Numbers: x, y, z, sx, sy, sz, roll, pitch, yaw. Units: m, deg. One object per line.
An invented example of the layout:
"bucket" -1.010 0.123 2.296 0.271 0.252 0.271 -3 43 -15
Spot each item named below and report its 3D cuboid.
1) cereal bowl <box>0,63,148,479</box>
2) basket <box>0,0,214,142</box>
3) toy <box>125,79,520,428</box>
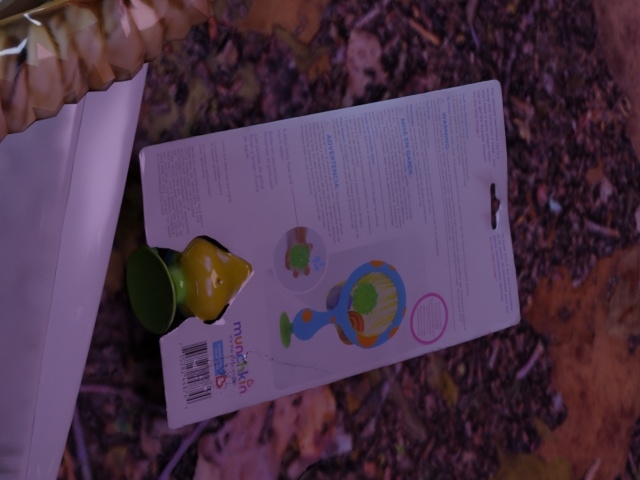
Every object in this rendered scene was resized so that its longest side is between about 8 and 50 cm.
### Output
"cereal bowl" -0.139 -0.056 0.627 0.141 0.339 0.339 10 80 -4
"basket" -0.196 -0.125 0.311 0.213 0.223 0.299 -37 117 -40
"toy" 0.000 0.000 0.915 0.237 0.056 0.137 -15 104 -41
